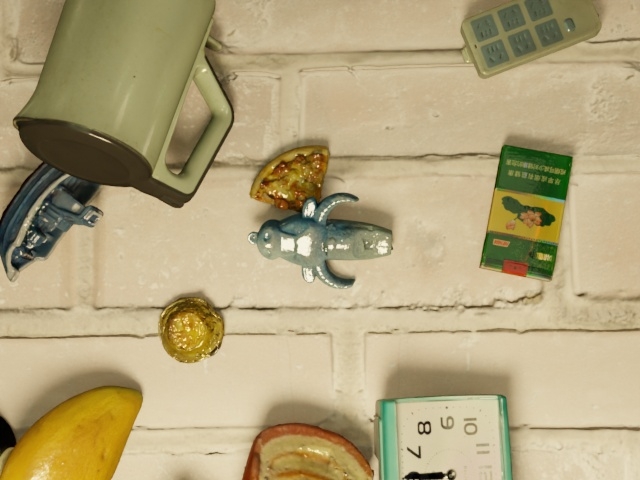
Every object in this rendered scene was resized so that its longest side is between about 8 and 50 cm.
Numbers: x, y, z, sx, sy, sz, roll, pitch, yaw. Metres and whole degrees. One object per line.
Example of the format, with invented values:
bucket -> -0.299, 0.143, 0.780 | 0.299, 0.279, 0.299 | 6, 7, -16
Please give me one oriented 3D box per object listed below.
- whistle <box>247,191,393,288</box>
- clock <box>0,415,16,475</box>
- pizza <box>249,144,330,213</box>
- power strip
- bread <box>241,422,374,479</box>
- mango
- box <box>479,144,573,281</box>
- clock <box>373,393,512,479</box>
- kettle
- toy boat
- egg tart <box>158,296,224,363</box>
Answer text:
whistle -> 0.000, 0.000, 1.343 | 0.269, 0.093, 0.180 | 1, 108, 4
clock -> -0.737, 0.456, 1.332 | 0.378, 0.120, 0.277 | -14, 79, 2
pizza -> -0.042, -0.109, 1.381 | 0.175, 0.046, 0.134 | -40, 82, -2
power strip -> 0.398, -0.401, 1.385 | 0.270, 0.046, 0.118 | -21, 82, 1
bread -> -0.024, 0.423, 1.266 | 0.244, 0.123, 0.190 | 5, 53, -6
mango -> -0.443, 0.383, 1.302 | 0.176, 0.119, 0.317 | 47, 71, -20
box -> 0.379, -0.051, 1.351 | 0.132, 0.034, 0.235 | 11, 84, 5
clock -> 0.208, 0.400, 1.269 | 0.231, 0.116, 0.262 | -1, 83, -8
kettle -> -0.314, -0.280, 1.310 | 0.361, 0.250, 0.377 | 29, 65, -37
toy boat -> -0.485, -0.055, 1.361 | 0.142, 0.129, 0.309 | 34, 83, 21
egg tart -> -0.243, 0.164, 1.361 | 0.130, 0.052, 0.130 | -1, 83, 7
